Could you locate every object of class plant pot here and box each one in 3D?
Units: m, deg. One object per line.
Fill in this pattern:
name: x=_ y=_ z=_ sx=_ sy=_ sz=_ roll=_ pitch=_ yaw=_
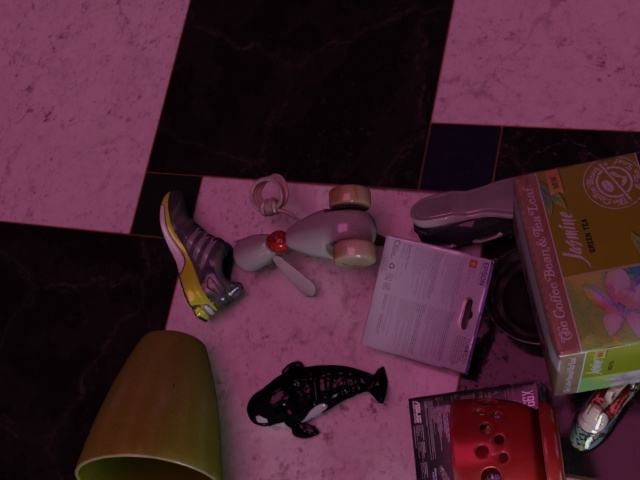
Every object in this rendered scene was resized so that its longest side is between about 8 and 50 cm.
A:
plant pot: x=-0.311 y=0.333 z=2.006 sx=0.275 sy=0.275 sz=0.293 roll=-9 pitch=54 yaw=20
plant pot: x=0.305 y=0.347 z=1.681 sx=0.174 sy=0.191 sz=0.191 roll=-9 pitch=69 yaw=11

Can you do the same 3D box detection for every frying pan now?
frying pan: x=0.431 y=0.047 z=1.894 sx=0.197 sy=0.053 sz=0.326 roll=26 pitch=73 yaw=24

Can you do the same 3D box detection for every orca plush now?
orca plush: x=-0.020 y=0.296 z=1.966 sx=0.287 sy=0.102 sz=0.151 roll=-2 pitch=72 yaw=22

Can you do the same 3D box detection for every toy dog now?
toy dog: x=0.000 y=0.000 z=2.060 sx=0.334 sy=0.161 sz=0.220 roll=9 pitch=79 yaw=40

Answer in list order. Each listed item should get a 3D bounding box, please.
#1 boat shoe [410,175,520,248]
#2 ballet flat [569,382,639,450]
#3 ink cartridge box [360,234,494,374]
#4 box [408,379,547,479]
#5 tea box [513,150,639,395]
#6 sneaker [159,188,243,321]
boat shoe: x=0.325 y=-0.048 z=1.952 sx=0.302 sy=0.091 sz=0.114 roll=-5 pitch=41 yaw=23
ballet flat: x=0.490 y=0.278 z=1.781 sx=0.070 sy=0.070 sz=0.188 roll=34 pitch=88 yaw=28
ink cartridge box: x=0.205 y=0.119 z=1.942 sx=0.224 sy=0.045 sz=0.223 roll=15 pitch=92 yaw=27
box: x=0.291 y=0.413 z=1.811 sx=0.242 sy=0.076 sz=0.307 roll=-12 pitch=68 yaw=18
tea box: x=0.510 y=0.050 z=1.719 sx=0.323 sy=0.220 sz=0.329 roll=-12 pitch=63 yaw=5
sneaker: x=-0.248 y=0.019 z=2.169 sx=0.121 sy=0.111 sz=0.300 roll=-24 pitch=70 yaw=2
